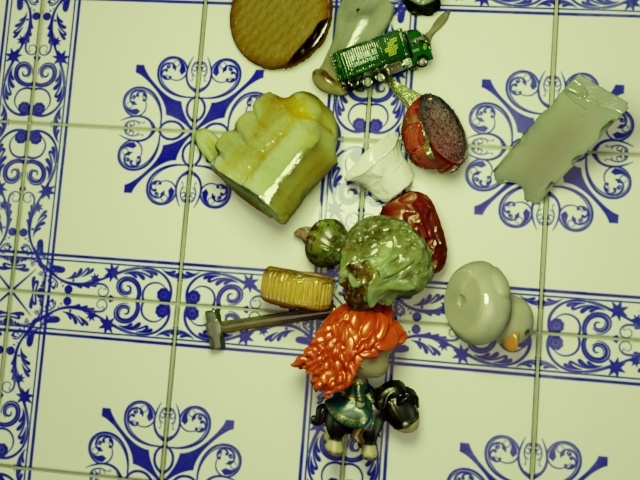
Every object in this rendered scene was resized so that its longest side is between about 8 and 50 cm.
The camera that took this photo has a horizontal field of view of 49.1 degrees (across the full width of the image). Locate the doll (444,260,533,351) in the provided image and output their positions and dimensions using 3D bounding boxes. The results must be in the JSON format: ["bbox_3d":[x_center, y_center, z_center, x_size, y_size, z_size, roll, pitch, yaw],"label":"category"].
[{"bbox_3d":[0.449,0.173,1.826,0.221,0.221,0.251,-19,56,4],"label":"doll"}]

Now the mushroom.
[{"bbox_3d":[0.081,-0.558,1.958,0.159,0.122,0.328,27,87,44],"label":"mushroom"}]

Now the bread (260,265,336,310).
[{"bbox_3d":[-0.061,0.132,1.865,0.199,0.199,0.104,9,90,7],"label":"bread"}]

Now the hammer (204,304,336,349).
[{"bbox_3d":[-0.136,0.223,1.940,0.366,0.043,0.111,-9,84,4],"label":"hammer"}]

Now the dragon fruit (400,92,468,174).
[{"bbox_3d":[0.279,-0.267,1.878,0.148,0.219,0.223,-25,59,38],"label":"dragon fruit"}]

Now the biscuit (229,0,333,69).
[{"bbox_3d":[-0.113,-0.639,1.976,0.318,0.040,0.317,0,89,20],"label":"biscuit"}]

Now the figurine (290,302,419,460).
[{"bbox_3d":[0.104,0.368,1.824,0.306,0.241,0.411,-18,94,13],"label":"figurine"}]

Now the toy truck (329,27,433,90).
[{"bbox_3d":[0.168,-0.487,1.877,0.259,0.088,0.121,-23,103,-14],"label":"toy truck"}]

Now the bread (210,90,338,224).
[{"bbox_3d":[-0.099,-0.237,1.893,0.301,0.210,0.341,32,82,30],"label":"bread"}]

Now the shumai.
[{"bbox_3d":[0.142,0.060,1.750,0.256,0.218,0.189,19,123,24],"label":"shumai"}]

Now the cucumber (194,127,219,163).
[{"bbox_3d":[-0.316,-0.272,2.002,0.067,0.035,0.107,-32,75,-8],"label":"cucumber"}]

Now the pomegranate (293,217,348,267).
[{"bbox_3d":[-0.001,0.002,1.901,0.163,0.125,0.138,17,100,8],"label":"pomegranate"}]

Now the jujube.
[{"bbox_3d":[0.251,-0.017,1.870,0.155,0.155,0.230,-19,93,4],"label":"jujube"}]

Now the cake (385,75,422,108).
[{"bbox_3d":[0.215,-0.416,1.951,0.140,0.051,0.055,35,91,10],"label":"cake"}]

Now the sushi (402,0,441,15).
[{"bbox_3d":[0.255,-0.724,1.942,0.147,0.115,0.212,-19,82,1],"label":"sushi"}]

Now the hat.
[{"bbox_3d":[0.172,-0.185,1.888,0.203,0.203,0.126,-44,106,1],"label":"hat"}]

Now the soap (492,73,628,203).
[{"bbox_3d":[0.606,-0.253,1.794,0.159,0.258,0.302,40,91,6],"label":"soap"}]

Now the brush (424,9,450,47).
[{"bbox_3d":[0.303,-0.573,1.970,0.070,0.021,0.196,39,90,6],"label":"brush"}]
